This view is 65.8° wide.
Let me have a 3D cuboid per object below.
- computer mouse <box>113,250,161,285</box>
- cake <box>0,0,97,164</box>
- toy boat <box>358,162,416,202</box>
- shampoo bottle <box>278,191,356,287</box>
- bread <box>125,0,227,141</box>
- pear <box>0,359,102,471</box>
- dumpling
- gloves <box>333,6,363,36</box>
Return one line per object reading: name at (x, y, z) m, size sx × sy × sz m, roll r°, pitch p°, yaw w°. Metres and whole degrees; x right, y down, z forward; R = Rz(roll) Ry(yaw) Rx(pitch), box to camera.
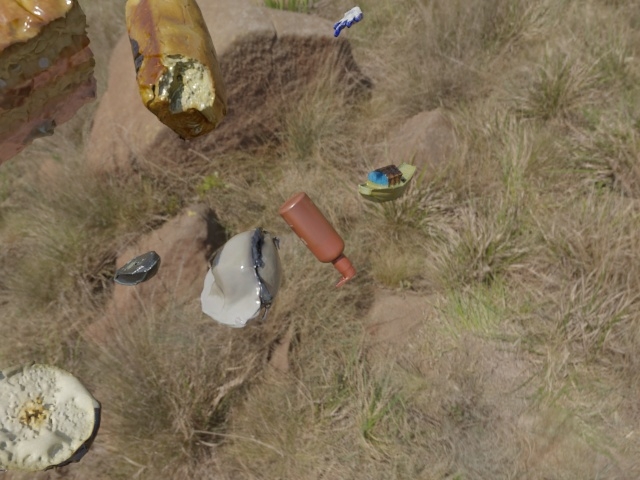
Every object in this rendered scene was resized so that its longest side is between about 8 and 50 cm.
computer mouse at (-0.530, 0.088, 1.457) m, size 0.192 × 0.062 × 0.105 m, roll -15°, pitch 30°, yaw 37°
cake at (-0.610, -0.351, 0.907) m, size 0.314 × 0.307 × 0.293 m, roll -42°, pitch 90°, yaw -23°
toy boat at (0.136, -0.120, 0.993) m, size 0.065 × 0.066 × 0.172 m, roll 23°, pitch 33°, yaw 33°
shampoo bottle at (0.002, -0.002, 1.189) m, size 0.085 × 0.244 × 0.085 m, roll -34°, pitch 15°, yaw 11°
bread at (-0.297, -0.391, 1.057) m, size 0.149 × 0.195 × 0.344 m, roll -27°, pitch 64°, yaw 14°
pear at (-0.635, 0.406, 1.076) m, size 0.178 × 0.267 × 0.267 m, roll -45°, pitch 42°, yaw 32°
dumpling at (-0.196, 0.070, 1.187) m, size 0.205 × 0.163 × 0.293 m, roll 3°, pitch 49°, yaw 3°
gloves at (0.055, -0.441, 1.002) m, size 0.064 × 0.026 × 0.086 m, roll -19°, pitch 33°, yaw 29°
